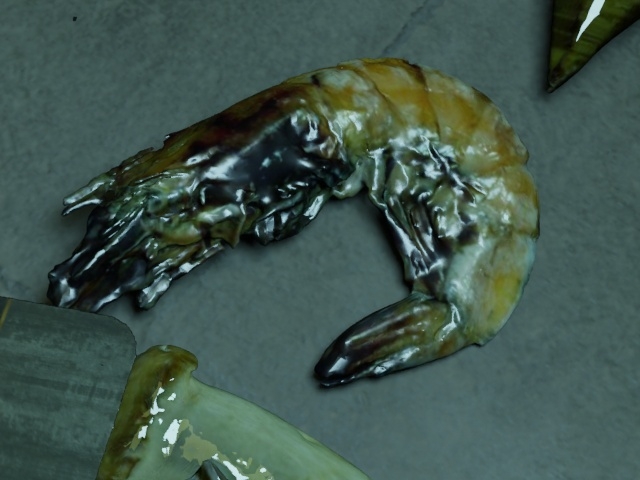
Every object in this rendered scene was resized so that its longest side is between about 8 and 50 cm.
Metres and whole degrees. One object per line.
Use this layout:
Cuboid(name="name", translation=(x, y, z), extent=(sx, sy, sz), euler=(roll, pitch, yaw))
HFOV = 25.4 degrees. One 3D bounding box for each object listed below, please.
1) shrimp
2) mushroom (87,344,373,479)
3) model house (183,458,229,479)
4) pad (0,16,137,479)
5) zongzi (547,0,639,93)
Cuboid(name="shrimp", translation=(0.000, 0.000, 0.956), extent=(0.365, 0.071, 0.233), euler=(-28, 78, -28))
Cuboid(name="mushroom", translation=(0.001, 0.187, 0.849), extent=(0.333, 0.087, 0.107), euler=(35, 79, 4))
Cuboid(name="model house", translation=(-0.068, 0.340, 0.711), extent=(0.282, 0.317, 0.297), euler=(-34, 37, -3))
Cuboid(name="pad", translation=(-0.227, 0.021, 0.856), extent=(0.250, 0.055, 0.323), euler=(8, 80, 15))
Cuboid(name="zongzi", translation=(0.377, -0.272, 1.123), extent=(0.403, 0.208, 0.432), euler=(15, 82, -17))
